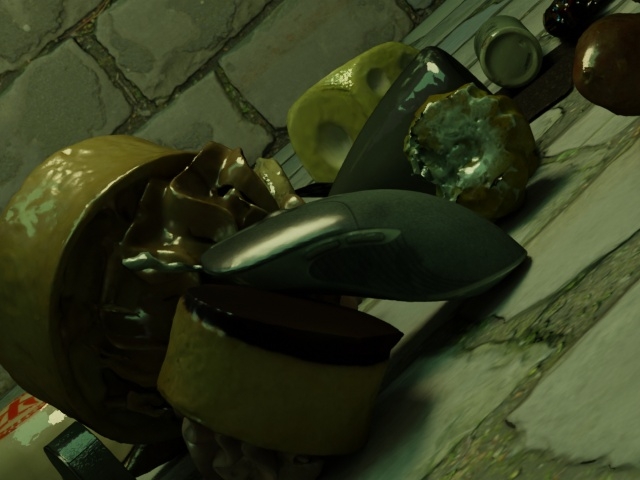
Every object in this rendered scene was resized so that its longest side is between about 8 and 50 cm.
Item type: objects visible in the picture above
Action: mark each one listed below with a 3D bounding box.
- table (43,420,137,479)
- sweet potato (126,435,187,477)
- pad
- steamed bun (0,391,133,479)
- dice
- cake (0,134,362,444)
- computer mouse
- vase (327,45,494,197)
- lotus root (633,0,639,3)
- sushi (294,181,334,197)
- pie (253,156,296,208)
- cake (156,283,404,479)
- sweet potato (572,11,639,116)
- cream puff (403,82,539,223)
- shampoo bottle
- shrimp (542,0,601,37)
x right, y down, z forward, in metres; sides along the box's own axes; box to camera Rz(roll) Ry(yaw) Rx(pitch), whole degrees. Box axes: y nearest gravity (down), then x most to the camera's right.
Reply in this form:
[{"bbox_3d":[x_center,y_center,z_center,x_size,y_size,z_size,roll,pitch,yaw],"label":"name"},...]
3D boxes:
[{"bbox_3d":[-0.223,0.247,1.589,0.043,0.133,0.133,-42,9,-18],"label":"table"},{"bbox_3d":[-0.151,0.199,1.788,0.218,0.051,0.065,-43,12,-20],"label":"sweet potato"},{"bbox_3d":[0.263,-0.185,2.081,0.220,0.004,0.330,-37,9,25],"label":"pad"},{"bbox_3d":[-0.354,0.265,2.009,0.232,0.145,0.232,-40,9,8],"label":"steamed bun"},{"bbox_3d":[0.074,-0.159,2.124,0.169,0.169,0.166,-31,-2,-43],"label":"dice"},{"bbox_3d":[-0.138,0.066,1.608,0.321,0.332,0.332,15,50,42],"label":"cake"},{"bbox_3d":[0.000,0.000,1.440,0.379,0.090,0.167,-1,9,7],"label":"computer mouse"},{"bbox_3d":[0.074,-0.055,1.776,0.321,0.173,0.173,-44,8,14],"label":"vase"},{"bbox_3d":[0.426,-0.337,1.792,0.221,0.118,0.125,-40,-24,21],"label":"lotus root"},{"bbox_3d":[0.058,-0.039,1.957,0.192,0.050,0.215,-1,-3,-16],"label":"sushi"},{"bbox_3d":[-0.059,0.013,1.957,0.052,0.185,0.218,-5,-37,-16],"label":"pie"},{"bbox_3d":[-0.044,0.139,1.305,0.208,0.185,0.178,15,96,57],"label":"cake"},{"bbox_3d":[0.327,-0.186,1.529,0.109,0.109,0.385,-35,-2,30],"label":"sweet potato"},{"bbox_3d":[0.159,-0.082,1.615,0.121,0.156,0.156,-33,7,-10],"label":"cream puff"},{"bbox_3d":[0.263,-0.274,2.222,0.085,0.085,0.262,-39,8,10],"label":"shampoo bottle"},{"bbox_3d":[0.398,-0.358,2.169,0.222,0.054,0.290,-37,0,18],"label":"shrimp"}]
